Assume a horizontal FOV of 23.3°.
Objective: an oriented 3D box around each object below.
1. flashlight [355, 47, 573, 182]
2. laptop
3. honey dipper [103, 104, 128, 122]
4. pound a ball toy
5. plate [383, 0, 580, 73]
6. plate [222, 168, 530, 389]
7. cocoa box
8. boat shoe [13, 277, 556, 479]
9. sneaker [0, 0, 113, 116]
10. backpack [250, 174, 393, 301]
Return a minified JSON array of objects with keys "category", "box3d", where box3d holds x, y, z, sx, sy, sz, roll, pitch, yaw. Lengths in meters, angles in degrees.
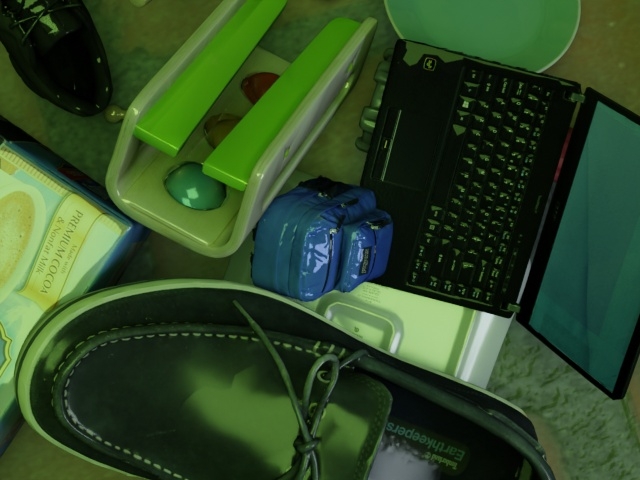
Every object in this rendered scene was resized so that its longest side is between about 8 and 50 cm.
[{"category":"flashlight","box3d":[0.189,-0.088,1.428,0.304,0.103,0.103,18,56,6]},{"category":"laptop","box3d":[0.161,-0.019,1.336,0.264,0.136,0.234,15,111,1]},{"category":"honey dipper","box3d":[-0.127,-0.114,1.475,0.161,0.030,0.030,4,90,3]},{"category":"pound a ball toy","box3d":[-0.093,-0.142,1.371,0.208,0.319,0.135,27,132,5]},{"category":"plate","box3d":[0.149,-0.223,1.448,0.188,0.024,0.188,3,64,-6]},{"category":"plate","box3d":[0.030,0.097,1.464,0.277,0.045,0.278,19,90,2]},{"category":"cocoa box","box3d":[-0.339,0.065,1.376,0.228,0.231,0.347,34,90,-1]},{"category":"boat shoe","box3d":[-0.010,0.160,1.309,0.500,0.156,0.186,19,98,-22]},{"category":"sneaker","box3d":[-0.264,-0.228,1.371,0.109,0.130,0.286,-39,124,-5]},{"category":"backpack","box3d":[0.000,0.000,1.362,0.101,0.120,0.098,14,108,31]}]
